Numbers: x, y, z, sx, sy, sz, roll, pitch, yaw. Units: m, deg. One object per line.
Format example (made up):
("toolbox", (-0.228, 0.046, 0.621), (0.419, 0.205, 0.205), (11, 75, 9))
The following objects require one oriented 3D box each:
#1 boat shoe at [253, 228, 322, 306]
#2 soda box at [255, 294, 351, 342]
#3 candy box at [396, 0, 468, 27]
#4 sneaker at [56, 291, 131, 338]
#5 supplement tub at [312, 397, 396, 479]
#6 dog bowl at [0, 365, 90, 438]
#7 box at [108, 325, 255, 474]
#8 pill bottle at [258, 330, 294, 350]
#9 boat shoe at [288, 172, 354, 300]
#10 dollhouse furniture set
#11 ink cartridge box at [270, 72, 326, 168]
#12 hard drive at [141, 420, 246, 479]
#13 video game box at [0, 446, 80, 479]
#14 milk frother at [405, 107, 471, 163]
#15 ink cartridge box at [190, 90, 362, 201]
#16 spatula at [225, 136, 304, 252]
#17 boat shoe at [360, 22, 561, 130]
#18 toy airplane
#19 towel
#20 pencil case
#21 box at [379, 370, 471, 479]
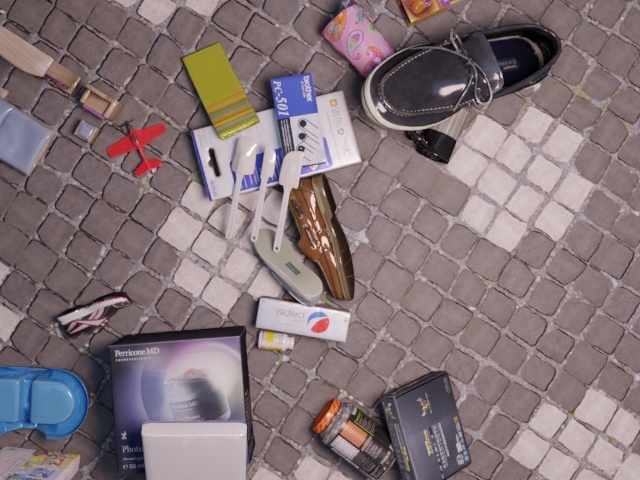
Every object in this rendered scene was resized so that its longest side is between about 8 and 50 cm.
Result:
("boat shoe", (-0.082, 0.069, 1.713), (0.079, 0.081, 0.227), (-30, 63, -27))
("soda box", (-0.040, 0.184, 1.729), (0.216, 0.069, 0.073), (10, 91, 0))
("candy box", (0.273, -0.596, 1.730), (0.187, 0.053, 0.109), (-24, 90, -1))
("sneaker", (-0.526, 0.180, 1.734), (0.178, 0.072, 0.077), (-19, 103, 8))
("supplement tub", (0.082, 0.460, 1.709), (0.190, 0.117, 0.117), (38, 90, 0))
("dog bowl", (-0.686, 0.374, 1.724), (0.298, 0.074, 0.165), (3, 91, 0))
("box", (-0.312, 0.359, 1.674), (0.297, 0.183, 0.293), (-5, 90, -1))
("pill bottle", (-0.105, 0.241, 1.741), (0.083, 0.043, 0.043), (7, 91, -1))
("boat shoe", (0.000, 0.000, 1.713), (0.105, 0.111, 0.307), (-14, 94, 13))
("dollhouse furniture set", (-0.668, -0.272, 1.654), (0.287, 0.198, 0.303), (33, 91, -1))
("ink cartridge box", (-0.050, -0.272, 1.673), (0.097, 0.046, 0.206), (-10, 92, -1))
("hard drive", (-0.267, 0.509, 1.574), (0.211, 0.040, 0.318), (1, 125, -5))
("video game box", (-0.671, 0.533, 1.661), (0.187, 0.205, 0.048), (4, 95, 0))
("milk frother", (0.267, -0.265, 1.689), (0.129, 0.143, 0.134), (23, 90, 3))
("ink cartridge box", (-0.102, -0.220, 1.725), (0.371, 0.069, 0.175), (-15, 91, -3))
("spatula", (-0.138, -0.103, 1.676), (0.168, 0.019, 0.241), (14, 103, 10))
("boat shoe", (0.317, -0.373, 1.604), (0.501, 0.156, 0.186), (-18, 87, -21))
("toy airplane", (-0.431, -0.217, 1.740), (0.151, 0.028, 0.151), (0, 90, -2))
("towel", (-0.234, -0.351, 1.711), (0.102, 0.021, 0.237), (-25, 72, -7))
("pencil case", (0.130, -0.421, 1.698), (0.124, 0.124, 0.284), (-40, 90, 0))
("box", (0.246, 0.441, 1.692), (0.184, 0.059, 0.232), (-15, 90, -37))
